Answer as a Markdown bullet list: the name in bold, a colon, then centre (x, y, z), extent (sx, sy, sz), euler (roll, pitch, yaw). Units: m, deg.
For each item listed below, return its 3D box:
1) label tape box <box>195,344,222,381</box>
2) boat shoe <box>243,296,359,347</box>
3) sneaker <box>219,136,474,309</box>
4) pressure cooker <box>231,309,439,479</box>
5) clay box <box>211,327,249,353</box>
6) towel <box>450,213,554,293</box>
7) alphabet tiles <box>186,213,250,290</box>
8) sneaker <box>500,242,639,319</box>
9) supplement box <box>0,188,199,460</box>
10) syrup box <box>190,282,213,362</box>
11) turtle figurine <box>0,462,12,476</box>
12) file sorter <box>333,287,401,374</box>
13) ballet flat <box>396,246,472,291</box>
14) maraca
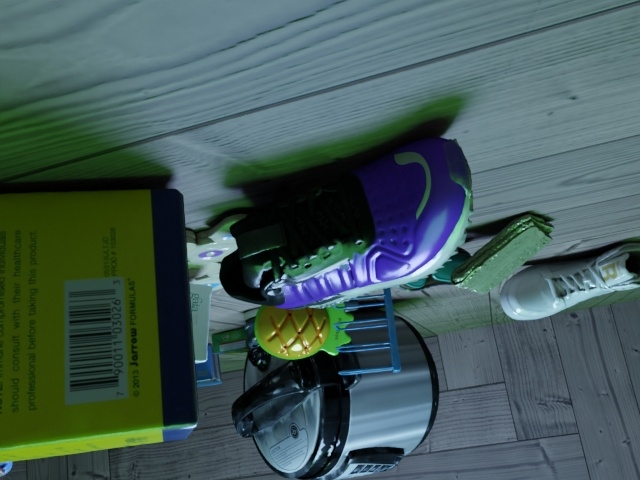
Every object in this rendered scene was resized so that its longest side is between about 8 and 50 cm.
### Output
- **label tape box**: centre (-0.416, 0.366, 1.732), extent (0.240, 0.106, 0.334), euler (-7, 165, -6)
- **boat shoe**: centre (-0.038, 0.160, 1.219), extent (0.254, 0.079, 0.095), euler (-14, 164, 16)
- **sneaker**: centre (0.000, 0.001, 0.548), extent (0.146, 0.102, 0.293), euler (3, 156, -34)
- **pressure cooker**: centre (0.008, 0.347, 1.405), extent (0.420, 0.370, 0.375), euler (3, -165, -36)
- **clay box**: centre (-0.164, 0.261, 1.587), extent (0.127, 0.053, 0.222), euler (-16, 163, 27)
- **towel**: centre (0.259, 0.021, 0.866), extent (0.148, 0.027, 0.110), euler (-46, 145, 21)
- **alphabet tiles**: centre (-0.095, 0.018, 0.752), extent (0.284, 0.021, 0.278), euler (1, 160, -34)
- **sneaker**: centre (0.501, 0.068, 1.170), extent (0.292, 0.108, 0.169), euler (-15, 166, -18)
- **supplement box**: centre (-0.291, 0.085, 0.507), extent (0.356, 0.195, 0.194), euler (-3, 161, -16)
- **syrup box**: centre (-0.253, 0.091, 0.711), extent (0.236, 0.093, 0.096), euler (10, 162, -28)
- **turtle figurine**: centre (-0.688, 0.310, 1.135), extent (0.197, 0.275, 0.266), euler (-1, 167, 27)
- **file sorter**: centre (0.077, 0.144, 1.054), extent (0.104, 0.170, 0.118), euler (-6, 166, 4)
- **ballet flat**: centre (0.134, 0.033, 0.869), extent (0.079, 0.077, 0.221), euler (4, 179, 45)
- **maraca**: centre (-0.030, 0.157, 1.119), extent (0.185, 0.127, 0.099), euler (5, -170, -15)
